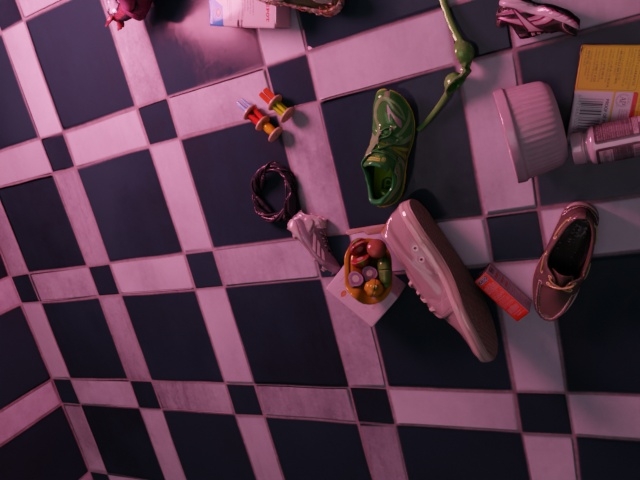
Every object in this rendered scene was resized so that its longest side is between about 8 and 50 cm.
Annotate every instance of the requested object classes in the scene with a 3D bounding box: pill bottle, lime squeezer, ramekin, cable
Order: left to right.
[{"bbox_3d":[-0.138,-0.143,1.531,0.150,0.047,0.185,8,114,29],"label":"cable"},{"bbox_3d":[0.293,-0.396,1.210,0.110,0.059,0.310,15,115,21],"label":"lime squeezer"},{"bbox_3d":[0.446,-0.235,1.110,0.109,0.207,0.207,-16,101,21],"label":"ramekin"},{"bbox_3d":[0.568,-0.193,1.026,0.137,0.078,0.078,-8,104,30],"label":"pill bottle"}]

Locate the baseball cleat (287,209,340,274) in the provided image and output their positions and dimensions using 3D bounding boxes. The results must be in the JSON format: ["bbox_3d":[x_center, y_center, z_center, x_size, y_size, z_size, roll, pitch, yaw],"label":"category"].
[{"bbox_3d":[0.000,0.000,1.494,0.206,0.072,0.109,44,107,-5],"label":"baseball cleat"}]

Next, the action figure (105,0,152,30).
[{"bbox_3d":[-0.470,-0.722,1.427,0.275,0.248,0.370,29,122,-17],"label":"action figure"}]

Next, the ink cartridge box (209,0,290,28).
[{"bbox_3d":[-0.181,-0.624,1.345,0.203,0.086,0.148,12,113,22],"label":"ink cartridge box"}]

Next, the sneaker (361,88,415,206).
[{"bbox_3d":[0.167,-0.221,1.297,0.109,0.123,0.296,8,111,24],"label":"sneaker"}]

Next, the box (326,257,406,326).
[{"bbox_3d":[0.128,0.130,1.465,0.170,0.091,0.130,40,121,8],"label":"box"}]

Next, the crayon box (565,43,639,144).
[{"bbox_3d":[0.670,-0.280,1.032,0.318,0.081,0.202,11,114,24],"label":"crayon box"}]

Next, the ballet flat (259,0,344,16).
[{"bbox_3d":[-0.056,-0.591,1.238,0.241,0.077,0.091,5,108,-11],"label":"ballet flat"}]

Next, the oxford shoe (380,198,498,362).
[{"bbox_3d":[0.300,0.109,1.331,0.130,0.169,0.449,-35,84,29],"label":"oxford shoe"}]

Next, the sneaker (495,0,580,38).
[{"bbox_3d":[0.455,-0.460,1.107,0.178,0.072,0.077,32,132,22],"label":"sneaker"}]

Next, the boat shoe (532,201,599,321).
[{"bbox_3d":[0.564,0.063,1.221,0.109,0.091,0.305,17,115,20],"label":"boat shoe"}]

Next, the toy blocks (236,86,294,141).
[{"bbox_3d":[-0.158,-0.365,1.448,0.148,0.054,0.123,42,122,7],"label":"toy blocks"}]

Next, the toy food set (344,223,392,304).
[{"bbox_3d":[0.127,0.055,1.368,0.128,0.071,0.218,-1,76,-1],"label":"toy food set"}]

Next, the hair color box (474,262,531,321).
[{"bbox_3d":[0.458,0.128,1.311,0.141,0.072,0.043,44,121,7],"label":"hair color box"}]
